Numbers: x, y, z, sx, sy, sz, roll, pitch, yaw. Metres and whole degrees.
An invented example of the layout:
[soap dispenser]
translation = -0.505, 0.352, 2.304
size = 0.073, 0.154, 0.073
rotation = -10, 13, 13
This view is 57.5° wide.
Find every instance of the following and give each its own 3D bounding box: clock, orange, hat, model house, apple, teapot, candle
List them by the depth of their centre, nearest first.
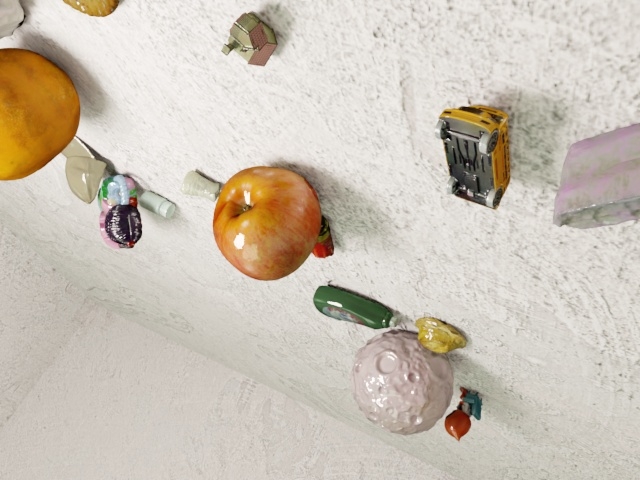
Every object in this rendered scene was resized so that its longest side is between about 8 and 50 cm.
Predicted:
[model house]
translation = -0.090, -0.265, 0.779
size = 0.058, 0.057, 0.083
rotation = 41, 153, -10
[apple]
translation = -0.097, -0.036, 1.052
size = 0.210, 0.209, 0.164
rotation = 8, 160, 41
[orange]
translation = -0.619, -0.244, 1.157
size = 0.226, 0.284, 0.284
rotation = 50, 151, -17
[candle]
translation = 0.000, 0.000, 1.198
size = 0.052, 0.052, 0.130
rotation = 21, 155, 21
[teapot]
translation = -0.254, -0.114, 1.274
size = 0.083, 0.057, 0.067
rotation = 22, -167, 11
[hat]
translation = -0.650, -0.189, 1.507
size = 0.174, 0.144, 0.166
rotation = 22, 162, -22
[clock]
translation = -0.519, -0.072, 1.512
size = 0.196, 0.100, 0.193
rotation = 1, 99, 62

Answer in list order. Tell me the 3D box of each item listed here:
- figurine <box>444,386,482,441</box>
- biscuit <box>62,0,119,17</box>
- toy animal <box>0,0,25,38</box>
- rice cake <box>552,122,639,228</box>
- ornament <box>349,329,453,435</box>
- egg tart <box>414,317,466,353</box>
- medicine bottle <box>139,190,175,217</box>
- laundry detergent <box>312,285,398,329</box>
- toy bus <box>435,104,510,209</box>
[figurine]
translation = 0.381, 0.466, 1.552
size = 0.075, 0.140, 0.068
rotation = 10, 145, 40
[biscuit]
translation = -0.373, -0.413, 0.855
size = 0.188, 0.027, 0.187
rotation = 26, 155, 13
[toy animal]
translation = -0.640, -0.396, 1.002
size = 0.208, 0.204, 0.155
rotation = -13, 119, 33
[rice cake]
translation = 0.364, -0.078, 0.555
size = 0.050, 0.106, 0.298
rotation = 31, 158, -26
[ornament]
translation = 0.196, 0.352, 1.429
size = 0.260, 0.225, 0.259
rotation = 28, 161, 10
[egg tart]
translation = 0.268, 0.223, 1.322
size = 0.129, 0.049, 0.128
rotation = 24, 156, 11
[medicine bottle]
translation = -0.423, -0.093, 1.512
size = 0.083, 0.047, 0.047
rotation = 26, 156, 12
[laundry detergent]
translation = 0.093, 0.174, 1.417
size = 0.211, 0.062, 0.137
rotation = 14, 155, 29
[toy bus]
translation = 0.197, -0.110, 0.724
size = 0.070, 0.074, 0.162
rotation = 25, 159, 32
